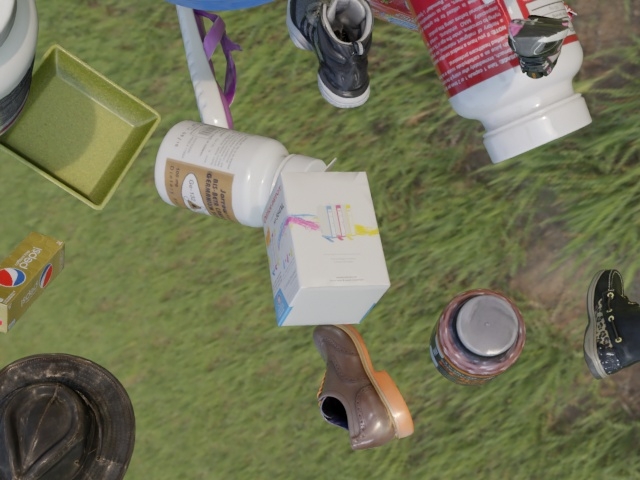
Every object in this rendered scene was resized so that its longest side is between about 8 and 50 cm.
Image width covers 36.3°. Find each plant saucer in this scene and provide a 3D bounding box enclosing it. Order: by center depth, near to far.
[{"bbox_3d":[-0.353,-0.156,1.397,0.188,0.188,0.045,34,150,-13],"label":"plant saucer"}]

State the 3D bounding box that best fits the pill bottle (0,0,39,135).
[{"bbox_3d":[-0.359,-0.192,0.920,0.176,0.176,0.318,68,161,-4],"label":"pill bottle"}]

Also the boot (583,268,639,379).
[{"bbox_3d":[0.534,0.120,1.607,0.179,0.236,0.085,-20,119,34],"label":"boot"}]

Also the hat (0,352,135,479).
[{"bbox_3d":[-0.479,0.347,1.687,0.331,0.331,0.134,60,164,10],"label":"hat"}]

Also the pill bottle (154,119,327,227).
[{"bbox_3d":[-0.111,-0.090,1.405,0.229,0.131,0.131,15,128,24],"label":"pill bottle"}]

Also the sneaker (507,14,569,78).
[{"bbox_3d":[0.283,-0.244,1.255,0.072,0.178,0.077,14,110,22],"label":"sneaker"}]

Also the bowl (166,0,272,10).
[{"bbox_3d":[-0.125,-0.475,1.258,0.391,0.391,0.077,58,175,14],"label":"bowl"}]

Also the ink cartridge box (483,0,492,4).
[{"bbox_3d":[0.231,-0.386,1.153,0.140,0.082,0.191,43,148,-17],"label":"ink cartridge box"}]

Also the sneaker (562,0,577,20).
[{"bbox_3d":[0.474,-0.462,1.947,0.042,0.118,0.067,-42,79,24],"label":"sneaker"}]

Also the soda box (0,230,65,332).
[{"bbox_3d":[-0.468,0.061,1.519,0.061,0.181,0.058,18,125,7],"label":"soda box"}]

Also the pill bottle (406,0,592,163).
[{"bbox_3d":[0.283,-0.345,1.586,0.229,0.229,0.407,-20,94,61],"label":"pill bottle"}]

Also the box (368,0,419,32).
[{"bbox_3d":[0.202,-0.525,2.094,0.128,0.257,0.122,-161,87,-74],"label":"box"}]

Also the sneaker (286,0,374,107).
[{"bbox_3d":[0.021,-0.355,1.582,0.153,0.101,0.268,102,151,-54],"label":"sneaker"}]

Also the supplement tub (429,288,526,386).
[{"bbox_3d":[0.189,0.117,1.179,0.106,0.106,0.198,58,175,13],"label":"supplement tub"}]

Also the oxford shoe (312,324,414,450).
[{"bbox_3d":[0.041,0.263,1.854,0.363,0.133,0.129,48,158,58],"label":"oxford shoe"}]

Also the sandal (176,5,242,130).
[{"bbox_3d":[-0.190,-0.320,1.788,0.169,0.102,0.416,86,171,-59],"label":"sandal"}]

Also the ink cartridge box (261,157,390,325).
[{"bbox_3d":[0.000,0.000,0.952,0.092,0.090,0.143,120,144,-57],"label":"ink cartridge box"}]
